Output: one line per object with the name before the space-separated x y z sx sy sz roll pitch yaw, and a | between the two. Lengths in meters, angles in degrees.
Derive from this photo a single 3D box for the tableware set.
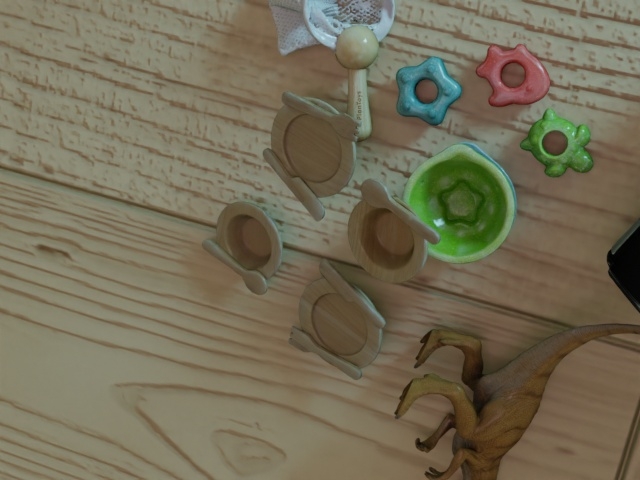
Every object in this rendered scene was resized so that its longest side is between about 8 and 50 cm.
tableware set | 0.000 0.000 0.628 0.141 0.020 0.168 42 129 16

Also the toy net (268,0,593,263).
toy net | 0.054 -0.103 0.606 0.122 0.045 0.232 -41 87 20

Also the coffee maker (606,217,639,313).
coffee maker | 0.236 -0.020 0.501 0.120 0.171 0.178 32 107 7

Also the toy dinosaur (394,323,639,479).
toy dinosaur | 0.114 0.095 0.623 0.112 0.064 0.211 26 120 0
